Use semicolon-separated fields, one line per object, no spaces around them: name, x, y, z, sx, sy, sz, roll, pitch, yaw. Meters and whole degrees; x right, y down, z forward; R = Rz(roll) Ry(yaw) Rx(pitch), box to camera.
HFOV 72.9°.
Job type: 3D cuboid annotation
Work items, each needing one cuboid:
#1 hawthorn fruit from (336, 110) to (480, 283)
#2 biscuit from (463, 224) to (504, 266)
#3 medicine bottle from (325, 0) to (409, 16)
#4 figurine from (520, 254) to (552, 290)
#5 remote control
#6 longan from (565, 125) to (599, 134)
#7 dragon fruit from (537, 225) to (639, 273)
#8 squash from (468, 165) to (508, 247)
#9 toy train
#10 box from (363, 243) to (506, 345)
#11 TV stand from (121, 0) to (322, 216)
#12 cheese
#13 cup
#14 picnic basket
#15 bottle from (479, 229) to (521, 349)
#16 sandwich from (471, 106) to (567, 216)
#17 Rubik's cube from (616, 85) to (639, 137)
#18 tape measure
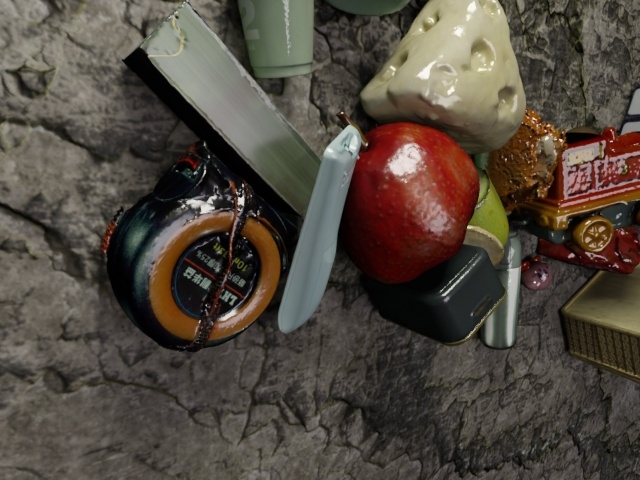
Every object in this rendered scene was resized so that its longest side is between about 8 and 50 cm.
hawthorn fruit;0.112;-0.081;0.634;0.230;0.210;0.266;-45;115;-26
biscuit;0.252;0.019;0.783;0.152;0.152;0.020;40;51;-32
medicine bottle;0.070;-0.411;0.582;0.135;0.135;0.168;3;98;-33
figurine;0.495;0.079;0.995;0.083;0.071;0.067;-25;154;-19
remote control;-0.001;-0.001;0.577;0.103;0.051;0.293;-58;166;-54
longan;0.587;-0.202;0.982;0.113;0.092;0.113;-8;106;-28
dragon fruit;0.697;-0.027;1.056;0.317;0.152;0.205;9;93;-33
squash;0.290;-0.038;0.808;0.186;0.123;0.123;45;75;-33
toy train;0.558;-0.112;0.884;0.369;0.163;0.231;-14;109;-4
box;0.178;0.070;0.710;0.144;0.201;0.090;-39;114;-19
TV stand;-0.106;-0.148;0.546;0.083;0.088;0.269;-51;122;-13
cheese;0.224;-0.255;0.695;0.248;0.174;0.251;31;77;-32
cup;-0.054;-0.283;0.548;0.120;0.120;0.141;-22;124;-28
picnic basket;0.827;0.199;1.138;0.313;0.228;0.175;-33;114;-23
bottle;0.377;0.106;0.910;0.096;0.079;0.253;-46;135;-71
sandwich;0.355;-0.147;0.815;0.079;0.159;0.235;-19;129;-34
Rubik's cube;0.973;-0.209;1.109;0.305;0.304;0.301;21;87;-32
tape measure;-0.145;0.021;0.533;0.202;0.135;0.223;42;79;-42
